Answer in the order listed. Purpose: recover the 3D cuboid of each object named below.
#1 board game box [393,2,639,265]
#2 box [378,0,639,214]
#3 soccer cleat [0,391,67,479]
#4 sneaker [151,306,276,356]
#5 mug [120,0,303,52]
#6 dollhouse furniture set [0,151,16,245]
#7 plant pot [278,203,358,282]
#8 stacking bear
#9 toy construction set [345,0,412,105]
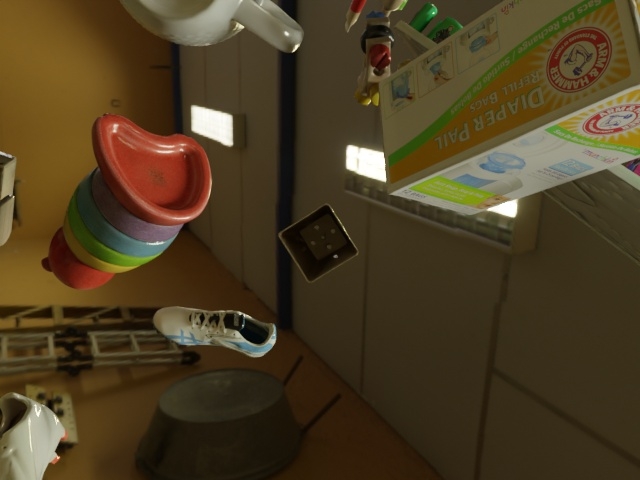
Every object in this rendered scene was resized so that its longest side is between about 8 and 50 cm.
[{"bbox_3d":[0.304,-0.101,0.691,0.050,0.390,0.390,-48,-126,12],"label":"board game box"},{"bbox_3d":[0.154,-0.103,0.415,0.203,0.114,0.103,-21,-115,48],"label":"box"},{"bbox_3d":[-0.276,0.218,0.485,0.076,0.068,0.196,56,4,-31],"label":"soccer cleat"},{"bbox_3d":[-0.197,0.162,1.061,0.085,0.237,0.086,-97,-152,-47],"label":"sneaker"},{"bbox_3d":[-0.193,-0.464,0.999,0.276,0.374,0.328,-53,-162,19],"label":"mug"},{"bbox_3d":[-0.644,-0.046,0.962,0.242,0.212,0.161,-83,-165,-59],"label":"dollhouse furniture set"},{"bbox_3d":[0.000,0.000,1.045,0.109,0.109,0.096,58,8,-3],"label":"plant pot"},{"bbox_3d":[-0.312,-0.025,0.838,0.289,0.175,0.164,-36,-120,33],"label":"stacking bear"},{"bbox_3d":[0.138,-0.321,1.067,0.308,0.257,0.237,61,-31,15],"label":"toy construction set"}]
